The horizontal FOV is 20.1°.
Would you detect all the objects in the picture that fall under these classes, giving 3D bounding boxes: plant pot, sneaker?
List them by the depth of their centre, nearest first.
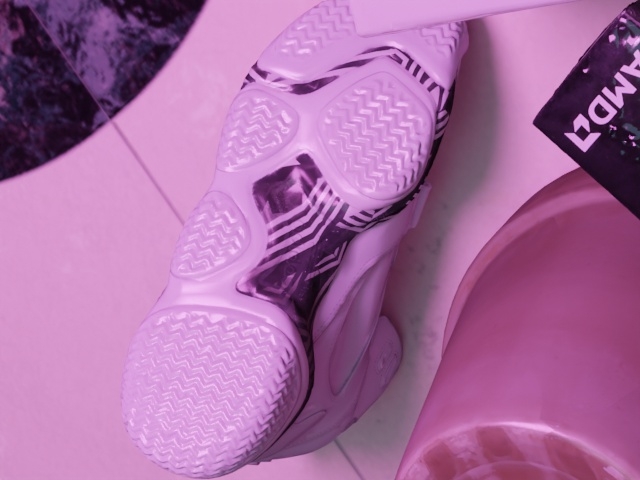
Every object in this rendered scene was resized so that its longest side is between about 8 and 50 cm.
[{"bbox_3d":[0.184,0.139,1.116,0.323,0.280,0.323,12,116,26],"label":"plant pot"},{"bbox_3d":[0.000,0.000,1.257,0.137,0.210,0.366,26,86,18],"label":"sneaker"}]

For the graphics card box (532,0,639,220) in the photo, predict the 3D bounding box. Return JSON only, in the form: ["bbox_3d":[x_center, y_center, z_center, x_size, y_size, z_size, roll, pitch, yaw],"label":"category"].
[{"bbox_3d":[0.315,-0.005,1.010,0.371,0.233,0.094,44,125,7],"label":"graphics card box"}]

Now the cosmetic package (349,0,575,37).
[{"bbox_3d":[0.148,-0.219,1.022,0.225,0.224,0.138,-7,106,31],"label":"cosmetic package"}]
